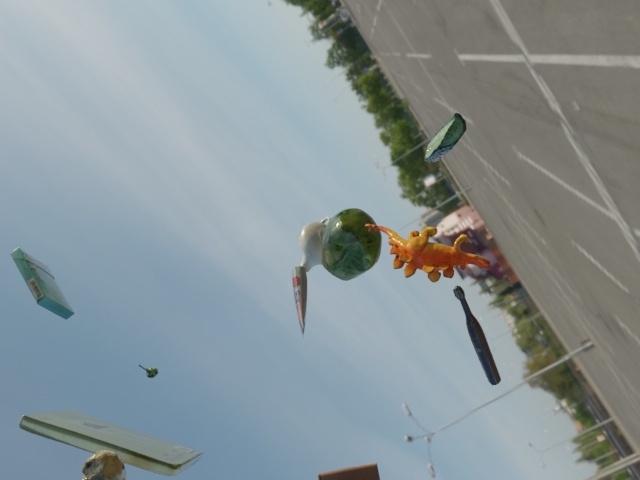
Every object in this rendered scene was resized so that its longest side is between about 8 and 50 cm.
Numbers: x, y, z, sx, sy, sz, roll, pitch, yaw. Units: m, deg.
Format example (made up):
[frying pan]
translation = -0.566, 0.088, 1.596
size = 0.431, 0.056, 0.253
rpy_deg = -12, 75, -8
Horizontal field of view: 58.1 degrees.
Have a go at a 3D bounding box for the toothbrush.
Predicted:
[toothbrush]
translation = 0.408, 0.250, 1.497
size = 0.041, 0.041, 0.364
rpy_deg = -101, -14, -58

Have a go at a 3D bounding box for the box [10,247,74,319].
[box]
translation = -0.902, 0.140, 1.871
size = 0.229, 0.041, 0.162
rpy_deg = 48, 170, 27

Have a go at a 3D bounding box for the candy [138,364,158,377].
[candy]
translation = -0.358, 0.267, 1.195
size = 0.083, 0.025, 0.023
rpy_deg = 82, -155, -63

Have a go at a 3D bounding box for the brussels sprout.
[brussels sprout]
translation = 0.077, 0.007, 1.445
size = 0.161, 0.181, 0.144
rpy_deg = 48, -147, 7

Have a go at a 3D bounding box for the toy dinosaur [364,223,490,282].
[toy dinosaur]
translation = 0.210, 0.028, 1.212
size = 0.117, 0.288, 0.070
rpy_deg = -61, -24, -31

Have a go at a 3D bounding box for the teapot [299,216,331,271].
[teapot]
translation = 0.000, 0.000, 1.877
size = 0.145, 0.092, 0.226
rpy_deg = 41, -136, -20

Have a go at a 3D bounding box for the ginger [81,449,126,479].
[ginger]
translation = -0.405, 0.512, 1.152
size = 0.081, 0.148, 0.334
rpy_deg = 49, 167, 38

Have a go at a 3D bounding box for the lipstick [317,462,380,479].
[lipstick]
translation = 0.068, 0.569, 1.384
size = 0.045, 0.145, 0.045
rpy_deg = 81, 179, -70

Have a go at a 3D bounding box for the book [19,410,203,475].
[book]
translation = -0.451, 0.448, 1.290
size = 0.239, 0.352, 0.035
rpy_deg = 77, -152, -77

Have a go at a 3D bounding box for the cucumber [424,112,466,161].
[cucumber]
translation = 0.296, -0.236, 1.396
size = 0.046, 0.070, 0.220
rpy_deg = 28, 169, -1

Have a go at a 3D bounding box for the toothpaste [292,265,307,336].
[toothpaste]
translation = -0.053, 0.163, 1.566
size = 0.067, 0.043, 0.194
rpy_deg = 91, 175, -57
